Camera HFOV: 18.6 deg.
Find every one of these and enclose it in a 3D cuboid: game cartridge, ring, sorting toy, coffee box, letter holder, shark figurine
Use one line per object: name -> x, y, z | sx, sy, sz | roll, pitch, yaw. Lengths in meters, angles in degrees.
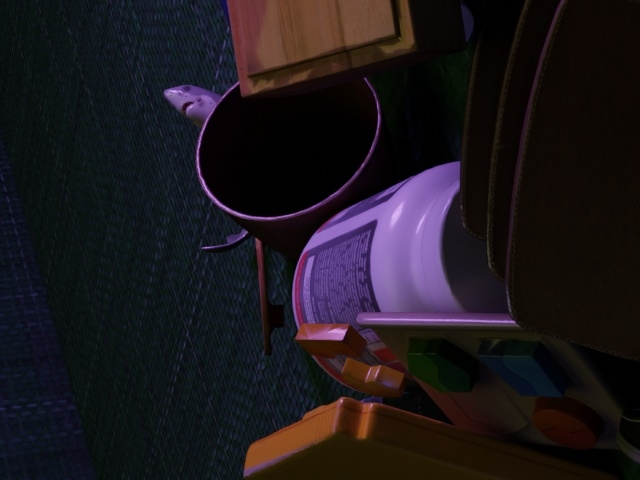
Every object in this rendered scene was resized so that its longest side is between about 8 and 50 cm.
game cartridge -> 0.101, 0.232, 1.944 | 0.324, 0.285, 0.052 | 141, 144, -65
ring -> -0.069, -0.022, 2.477 | 0.336, 0.032, 0.336 | 176, 90, -89
sorting toy -> 0.131, 0.134, 1.784 | 0.307, 0.229, 0.041 | -2, 55, 42
coffee box -> 0.130, 0.171, 1.975 | 0.113, 0.184, 0.040 | 150, 116, -70
letter holder -> 0.204, -0.089, 1.587 | 0.152, 0.214, 0.301 | -48, -30, -58
shark figurine -> -0.099, -0.110, 2.687 | 0.116, 0.166, 0.278 | -81, -19, -56

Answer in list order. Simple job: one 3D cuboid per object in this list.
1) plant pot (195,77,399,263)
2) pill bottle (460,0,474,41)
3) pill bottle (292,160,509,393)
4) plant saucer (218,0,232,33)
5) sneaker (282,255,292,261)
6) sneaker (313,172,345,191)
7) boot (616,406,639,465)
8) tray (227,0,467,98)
plant pot -> 0.003, -0.056, 2.206 | 0.230, 0.215, 0.215 | 56, -170, -52
pill bottle -> 0.107, -0.257, 2.071 | 0.137, 0.078, 0.078 | -119, 31, -48
pill bottle -> 0.123, 0.037, 1.919 | 0.363, 0.210, 0.210 | 156, 107, -69
plant saucer -> -0.125, -0.367, 2.240 | 0.317, 0.044, 0.317 | -19, -90, -89
sneaker -> 0.000, 0.000, 2.428 | 0.188, 0.078, 0.067 | 149, 114, -67
sneaker -> -0.017, -0.099, 2.419 | 0.235, 0.084, 0.097 | -172, 85, -77
boot -> 0.321, 0.105, 1.598 | 0.236, 0.085, 0.178 | -171, 80, -69
tray -> -0.008, -0.341, 1.652 | 0.203, 0.076, 0.410 | -11, 87, 42
